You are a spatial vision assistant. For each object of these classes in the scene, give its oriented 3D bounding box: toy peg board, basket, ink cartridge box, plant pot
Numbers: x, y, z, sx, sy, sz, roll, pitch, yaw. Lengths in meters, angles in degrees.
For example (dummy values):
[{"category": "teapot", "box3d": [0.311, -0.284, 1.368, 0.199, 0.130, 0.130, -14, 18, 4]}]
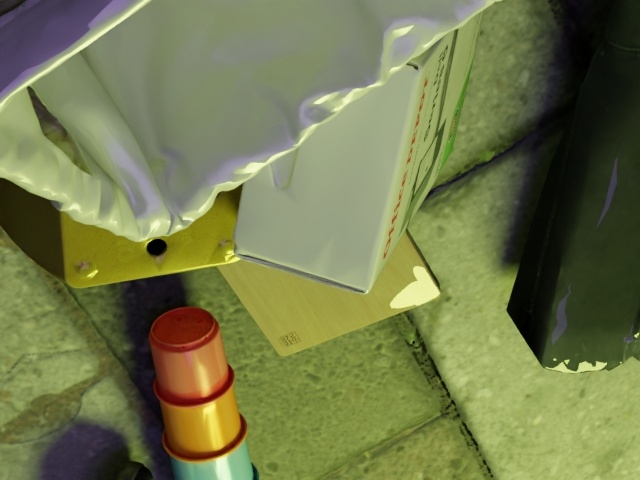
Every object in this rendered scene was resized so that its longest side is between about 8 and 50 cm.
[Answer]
[{"category": "toy peg board", "box3d": [0.000, 0.000, 1.638, 0.161, 0.079, 0.161, -22, 128, 14]}, {"category": "basket", "box3d": [-0.098, -0.209, 1.142, 0.331, 0.266, 0.328, -35, 163, 7]}, {"category": "ink cartridge box", "box3d": [0.040, -0.113, 1.434, 0.115, 0.273, 0.198, 17, 121, 10]}, {"category": "plant pot", "box3d": [-0.149, -0.080, 1.446, 0.212, 0.187, 0.212, -9, 125, -15]}]

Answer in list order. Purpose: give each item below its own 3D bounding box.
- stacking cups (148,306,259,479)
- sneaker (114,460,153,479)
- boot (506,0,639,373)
[{"category": "stacking cups", "box3d": [-0.103, 0.208, 1.712, 0.096, 0.096, 0.316, -17, 127, -9]}, {"category": "sneaker", "box3d": [-0.154, 0.320, 1.733, 0.130, 0.087, 0.227, 10, 102, 10]}, {"category": "boot", "box3d": [0.390, -0.080, 1.658, 0.367, 0.146, 0.445, 7, 115, -7]}]
